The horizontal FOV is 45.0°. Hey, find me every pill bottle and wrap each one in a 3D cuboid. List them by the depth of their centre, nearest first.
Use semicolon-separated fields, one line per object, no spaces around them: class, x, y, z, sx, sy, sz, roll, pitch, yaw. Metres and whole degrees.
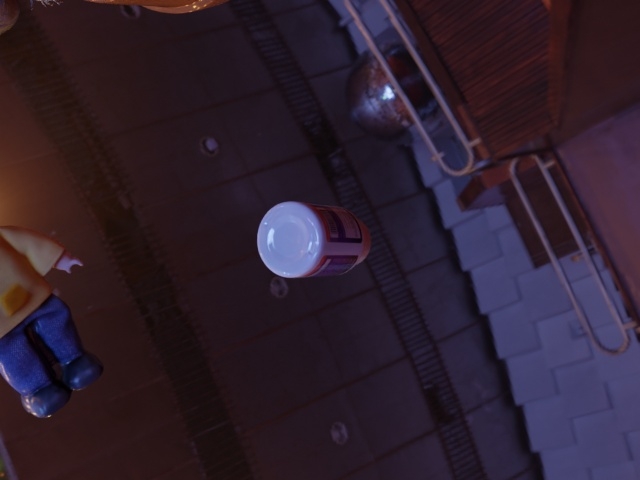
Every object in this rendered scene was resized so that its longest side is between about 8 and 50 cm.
pill bottle;0.000;0.000;1.150;0.193;0.108;0.108;3;-115;-61

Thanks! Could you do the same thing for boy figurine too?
boy figurine;-0.352;0.053;0.864;0.177;0.092;0.285;-37;-62;-28

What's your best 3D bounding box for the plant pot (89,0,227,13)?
plant pot;-0.228;-0.412;0.941;0.291;0.290;0.203;55;-143;-7

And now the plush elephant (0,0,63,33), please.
plush elephant;-0.601;-0.439;1.303;0.329;0.272;0.255;20;-147;-25
